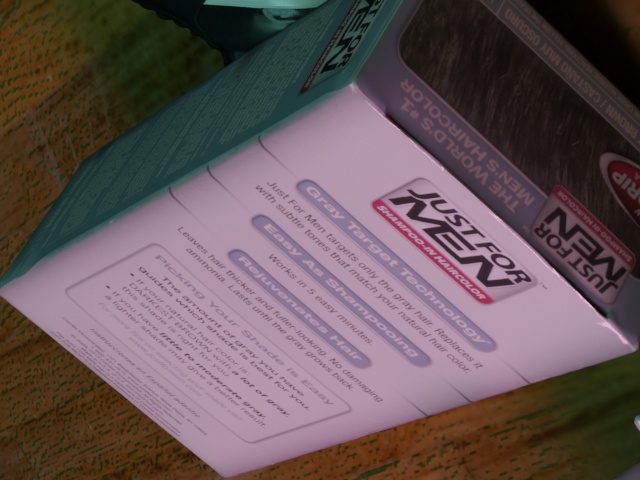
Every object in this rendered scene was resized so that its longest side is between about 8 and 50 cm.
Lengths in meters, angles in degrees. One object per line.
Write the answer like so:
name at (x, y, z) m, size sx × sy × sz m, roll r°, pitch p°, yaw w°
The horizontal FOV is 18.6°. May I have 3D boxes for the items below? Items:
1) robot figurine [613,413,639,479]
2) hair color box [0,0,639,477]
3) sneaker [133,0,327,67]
robot figurine at (0.207, 0.235, 0.912) m, size 0.300 × 0.199 × 0.353 m, roll 1°, pitch 120°, yaw 8°
hair color box at (0.000, 0.000, 1.022) m, size 0.185 × 0.113 × 0.374 m, roll 41°, pitch 147°, yaw -17°
sneaker at (-0.062, -0.125, 1.089) m, size 0.217 × 0.079 × 0.121 m, roll 4°, pitch 117°, yaw 48°
